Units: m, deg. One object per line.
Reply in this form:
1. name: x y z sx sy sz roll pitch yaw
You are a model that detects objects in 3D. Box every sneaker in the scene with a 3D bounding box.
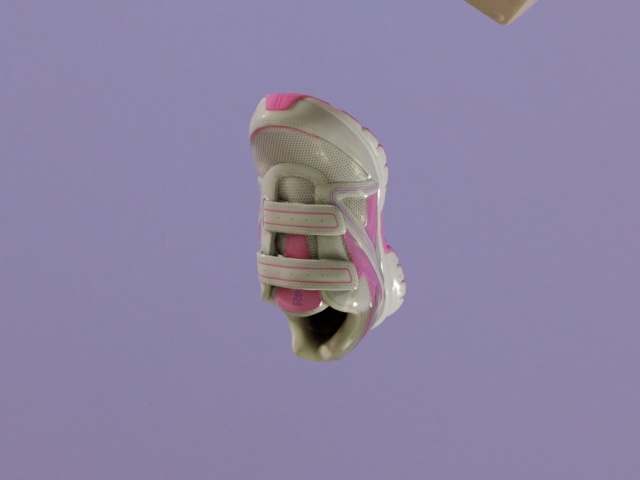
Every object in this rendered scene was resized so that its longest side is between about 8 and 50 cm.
1. sneaker: 0.000 0.000 0.972 0.103 0.252 0.111 1 -140 28

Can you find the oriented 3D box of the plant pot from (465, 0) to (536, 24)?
1. plant pot: 0.114 -0.196 0.725 0.109 0.109 0.096 33 -109 -2
